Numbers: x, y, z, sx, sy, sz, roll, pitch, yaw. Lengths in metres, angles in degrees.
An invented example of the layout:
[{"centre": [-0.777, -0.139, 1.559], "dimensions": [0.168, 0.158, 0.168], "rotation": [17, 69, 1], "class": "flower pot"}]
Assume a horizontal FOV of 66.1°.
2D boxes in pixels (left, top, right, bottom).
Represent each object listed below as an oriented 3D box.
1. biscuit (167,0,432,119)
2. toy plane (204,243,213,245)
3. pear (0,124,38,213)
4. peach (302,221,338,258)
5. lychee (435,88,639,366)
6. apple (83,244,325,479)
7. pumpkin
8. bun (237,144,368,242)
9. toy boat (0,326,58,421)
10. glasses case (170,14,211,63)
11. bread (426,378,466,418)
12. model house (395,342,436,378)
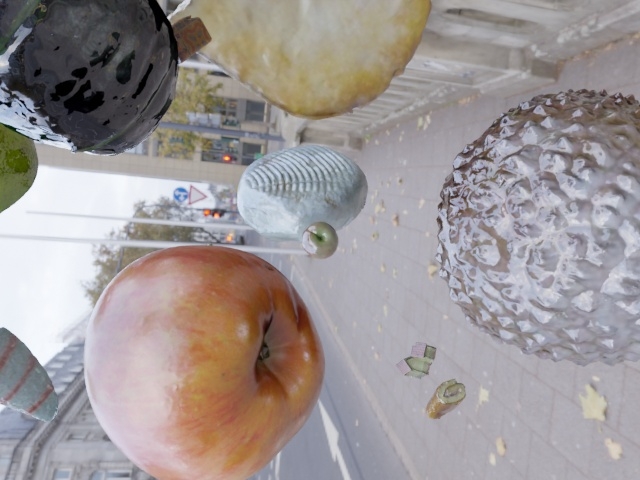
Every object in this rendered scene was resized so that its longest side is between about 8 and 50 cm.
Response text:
[{"centre": [0.002, -0.454, 0.949], "dimensions": [0.429, 0.446, 0.104], "rotation": [-49, 34, 18], "class": "biscuit"}, {"centre": [-0.281, 0.043, 1.242], "dimensions": [0.102, 0.040, 0.111], "rotation": [65, 145, 31], "class": "toy plane"}, {"centre": [-0.556, -0.146, 0.756], "dimensions": [0.139, 0.239, 0.288], "rotation": [-17, 79, 41], "class": "pear"}, {"centre": [0.000, 0.001, 1.058], "dimensions": [0.083, 0.083, 0.083], "rotation": [-176, 90, -79], "class": "peach"}, {"centre": [0.265, -0.011, 0.509], "dimensions": [0.300, 0.300, 0.300], "rotation": [-176, 90, -79], "class": "lychee"}, {"centre": [-0.093, 0.104, 0.429], "dimensions": [0.209, 0.164, 0.209], "rotation": [35, -131, -53], "class": "apple"}, {"centre": [-0.282, -0.245, 0.537], "dimensions": [0.296, 0.296, 0.295], "rotation": [-176, 90, -79], "class": "pumpkin"}, {"centre": [-0.051, -0.109, 1.285], "dimensions": [0.354, 0.355, 0.194], "rotation": [-101, 6, -55], "class": "bun"}, {"centre": [-0.657, 0.294, 1.018], "dimensions": [0.206, 0.282, 0.096], "rotation": [-53, 33, -7], "class": "toy boat"}, {"centre": [-0.273, -0.297, 0.771], "dimensions": [0.075, 0.218, 0.049], "rotation": [-55, -48, -33], "class": "glasses case"}, {"centre": [0.179, 0.229, 0.708], "dimensions": [0.036, 0.047, 0.083], "rotation": [59, 161, 30], "class": "bread"}, {"centre": [0.192, 0.243, 0.995], "dimensions": [0.083, 0.058, 0.057], "rotation": [105, -176, -64], "class": "model house"}]
